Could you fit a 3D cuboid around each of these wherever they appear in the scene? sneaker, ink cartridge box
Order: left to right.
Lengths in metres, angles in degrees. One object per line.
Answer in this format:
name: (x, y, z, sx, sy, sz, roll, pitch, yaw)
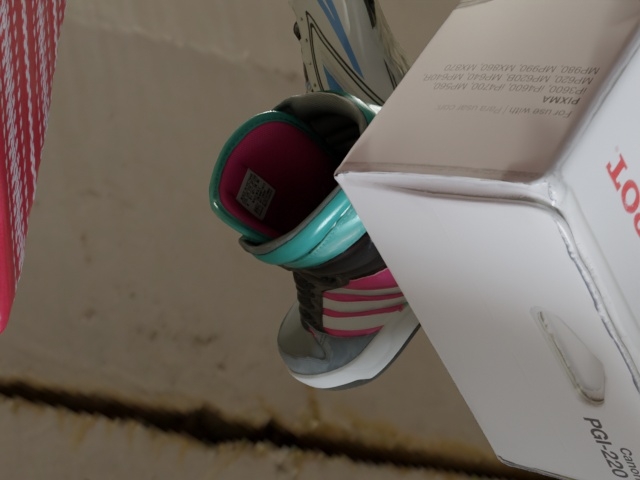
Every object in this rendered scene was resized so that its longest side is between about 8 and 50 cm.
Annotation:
sneaker: (0.000, 0.000, 1.176, 0.178, 0.295, 0.124, 23, -126, -20)
sneaker: (0.009, -0.147, 1.243, 0.237, 0.086, 0.085, 61, -166, -12)
ink cartridge box: (0.120, -0.040, 0.647, 0.218, 0.092, 0.158, -55, -48, -30)

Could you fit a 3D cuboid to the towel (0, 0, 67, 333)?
towel: (-0.091, -0.134, 0.522, 0.031, 0.199, 0.275, 2, -134, -2)
